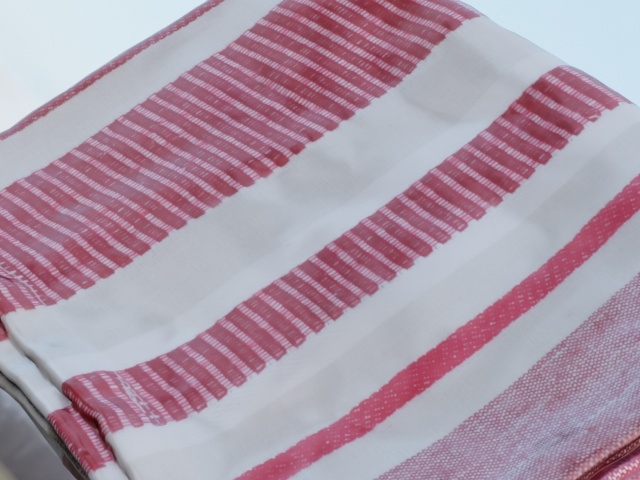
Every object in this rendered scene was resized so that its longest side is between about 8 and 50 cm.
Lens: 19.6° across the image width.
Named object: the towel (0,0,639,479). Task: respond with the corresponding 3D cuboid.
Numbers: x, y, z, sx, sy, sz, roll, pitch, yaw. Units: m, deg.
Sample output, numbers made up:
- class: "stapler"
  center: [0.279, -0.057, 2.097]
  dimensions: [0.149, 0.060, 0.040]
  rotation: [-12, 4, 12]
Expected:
- class: "towel"
  center: [0.000, 0.000, 0.643]
  dimensions: [0.329, 0.237, 0.037]
  rotation: [38, -24, 46]
